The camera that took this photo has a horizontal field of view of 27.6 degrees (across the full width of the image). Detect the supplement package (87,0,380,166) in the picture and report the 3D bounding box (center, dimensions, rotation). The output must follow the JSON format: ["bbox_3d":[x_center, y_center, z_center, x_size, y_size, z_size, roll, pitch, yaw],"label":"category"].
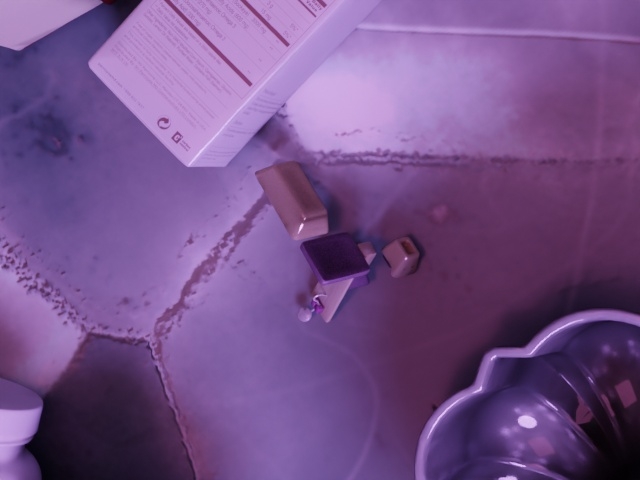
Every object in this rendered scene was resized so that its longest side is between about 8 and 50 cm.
[{"bbox_3d":[-0.055,-0.150,0.918,0.105,0.105,0.179,45,99,5],"label":"supplement package"}]

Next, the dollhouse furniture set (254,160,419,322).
[{"bbox_3d":[0.000,0.000,0.965,0.114,0.091,0.081,59,144,25],"label":"dollhouse furniture set"}]

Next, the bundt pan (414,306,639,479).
[{"bbox_3d":[0.224,0.195,0.860,0.330,0.124,0.331,2,96,20],"label":"bundt pan"}]

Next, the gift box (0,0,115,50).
[{"bbox_3d":[-0.226,-0.294,0.865,0.255,0.258,0.276,-32,88,10],"label":"gift box"}]

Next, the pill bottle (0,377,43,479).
[{"bbox_3d":[-0.277,0.212,0.969,0.121,0.121,0.216,17,95,9],"label":"pill bottle"}]
